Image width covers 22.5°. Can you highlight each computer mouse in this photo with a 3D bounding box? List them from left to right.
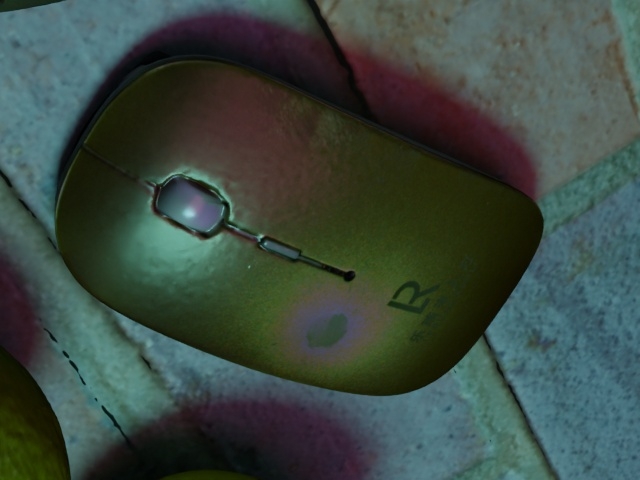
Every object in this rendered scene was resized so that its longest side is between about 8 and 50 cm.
[{"bbox_3d":[0.000,0.000,0.911,0.310,0.072,0.158,21,110,-35],"label":"computer mouse"}]

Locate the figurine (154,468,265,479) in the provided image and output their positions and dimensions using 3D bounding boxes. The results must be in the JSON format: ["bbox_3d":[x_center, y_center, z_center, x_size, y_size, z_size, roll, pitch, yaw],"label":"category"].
[{"bbox_3d":[-0.106,0.298,0.987,0.215,0.187,0.344,38,100,-18],"label":"figurine"}]

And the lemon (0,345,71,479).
[{"bbox_3d":[-0.229,0.119,0.810,0.184,0.184,0.248,-41,131,5],"label":"lemon"}]

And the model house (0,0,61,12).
[{"bbox_3d":[-0.192,-0.153,0.636,0.243,0.204,0.211,-36,134,24],"label":"model house"}]
